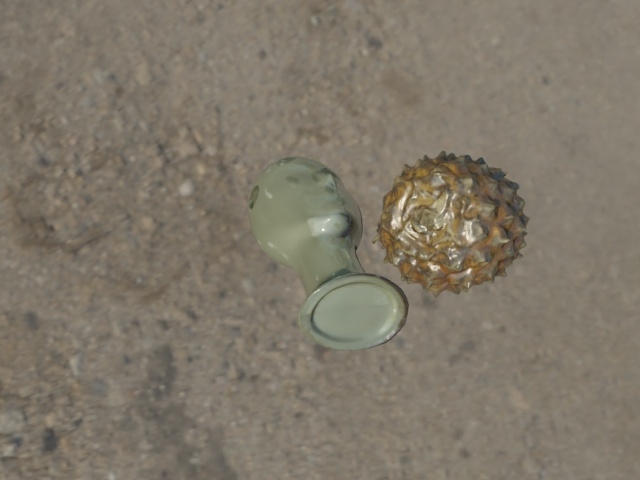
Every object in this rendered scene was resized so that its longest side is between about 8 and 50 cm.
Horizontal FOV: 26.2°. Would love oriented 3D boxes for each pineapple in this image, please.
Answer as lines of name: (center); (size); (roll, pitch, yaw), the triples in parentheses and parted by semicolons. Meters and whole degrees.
pineapple: (0.146, -0.017, 1.482); (0.193, 0.166, 0.166); (1, 75, -63)

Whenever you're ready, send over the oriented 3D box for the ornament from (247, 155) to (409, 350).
ornament: (0.000, 0.000, 0.906); (0.074, 0.081, 0.156); (5, 33, -22)
